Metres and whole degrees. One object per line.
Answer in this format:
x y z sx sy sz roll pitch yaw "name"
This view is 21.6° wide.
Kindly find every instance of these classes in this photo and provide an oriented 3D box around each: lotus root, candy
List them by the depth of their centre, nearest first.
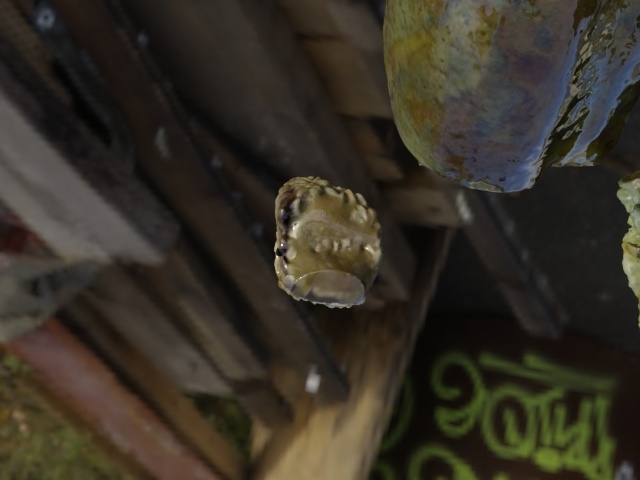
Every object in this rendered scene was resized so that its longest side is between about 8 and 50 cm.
0.000 0.000 1.251 0.085 0.095 0.110 9 180 -13 "candy"
0.176 -0.218 1.372 0.250 0.250 0.346 14 143 -2 "lotus root"

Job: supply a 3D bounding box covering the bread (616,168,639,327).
0.426 0.020 1.639 0.252 0.196 0.238 -10 112 13 "bread"
